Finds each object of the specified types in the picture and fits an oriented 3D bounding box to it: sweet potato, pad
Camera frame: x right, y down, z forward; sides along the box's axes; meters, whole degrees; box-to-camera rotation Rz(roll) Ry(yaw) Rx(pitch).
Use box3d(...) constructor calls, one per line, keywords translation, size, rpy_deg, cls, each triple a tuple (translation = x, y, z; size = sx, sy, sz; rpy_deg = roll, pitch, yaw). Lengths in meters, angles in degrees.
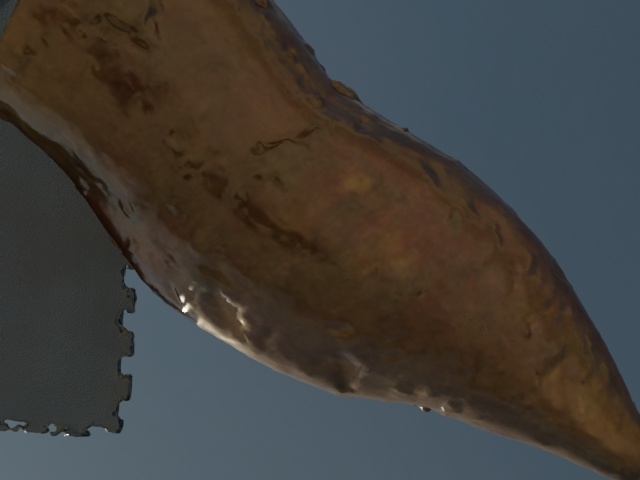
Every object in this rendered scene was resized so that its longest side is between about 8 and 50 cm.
box3d(translation=(0.000, -0.001, 0.838), size=(0.337, 0.131, 0.131), rpy_deg=(43, -100, 2), cls="sweet potato")
box3d(translation=(-0.209, -0.047, 0.933), size=(0.269, 0.012, 0.269), rpy_deg=(6, -86, 11), cls="pad")
